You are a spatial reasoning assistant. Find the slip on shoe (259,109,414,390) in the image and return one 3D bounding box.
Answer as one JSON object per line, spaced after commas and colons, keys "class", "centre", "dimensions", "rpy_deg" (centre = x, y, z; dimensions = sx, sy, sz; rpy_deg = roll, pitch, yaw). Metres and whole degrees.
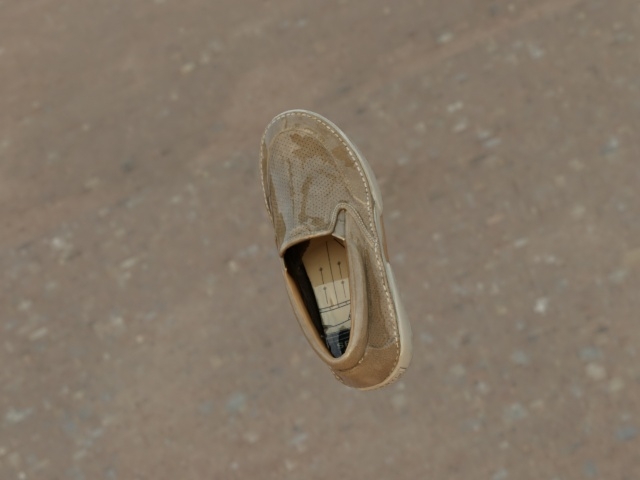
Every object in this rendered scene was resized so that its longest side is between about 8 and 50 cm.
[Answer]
{"class": "slip on shoe", "centre": [0.000, 0.000, 0.722], "dimensions": [0.051, 0.041, 0.135], "rpy_deg": [-26, 66, 26]}
